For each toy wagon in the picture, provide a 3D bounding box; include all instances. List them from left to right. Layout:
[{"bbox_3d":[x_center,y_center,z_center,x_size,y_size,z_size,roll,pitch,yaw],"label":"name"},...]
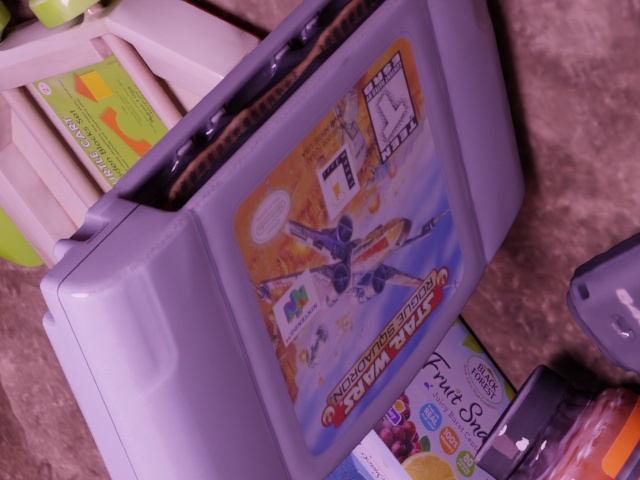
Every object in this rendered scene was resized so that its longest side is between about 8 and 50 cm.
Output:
[{"bbox_3d":[-0.133,-0.040,1.143,0.344,0.068,0.267,-10,122,47],"label":"toy wagon"}]

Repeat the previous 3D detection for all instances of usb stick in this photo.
[{"bbox_3d":[0.222,0.000,0.893,0.077,0.045,0.278,44,144,-9],"label":"usb stick"}]

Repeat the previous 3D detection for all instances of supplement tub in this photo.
[{"bbox_3d":[0.186,0.153,1.041,0.198,0.106,0.106,36,144,5],"label":"supplement tub"}]

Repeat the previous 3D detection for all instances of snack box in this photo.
[{"bbox_3d":[0.070,0.110,1.098,0.037,0.100,0.141,-14,120,49],"label":"snack box"}]

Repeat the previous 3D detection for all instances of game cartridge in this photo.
[{"bbox_3d":[0.000,0.000,0.872,0.062,0.297,0.198,13,137,37],"label":"game cartridge"}]

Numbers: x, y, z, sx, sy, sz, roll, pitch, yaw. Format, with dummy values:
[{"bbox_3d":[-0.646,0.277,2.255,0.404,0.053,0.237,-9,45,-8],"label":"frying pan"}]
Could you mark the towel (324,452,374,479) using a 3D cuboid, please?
[{"bbox_3d":[0.045,0.158,1.234,0.067,0.029,0.119,42,145,-3],"label":"towel"}]
